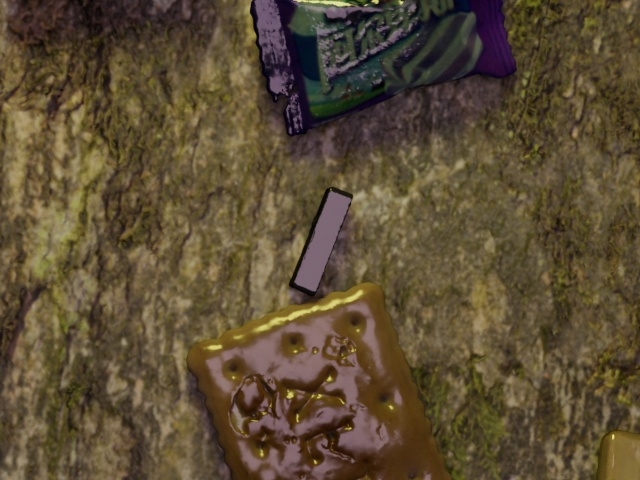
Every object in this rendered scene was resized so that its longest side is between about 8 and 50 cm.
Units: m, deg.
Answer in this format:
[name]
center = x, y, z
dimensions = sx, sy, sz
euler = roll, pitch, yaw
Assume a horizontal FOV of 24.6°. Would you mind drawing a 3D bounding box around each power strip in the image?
[power strip]
center = 0.000, 0.000, 1.473
dimensions = 0.029, 0.038, 0.111
euler = 22, 84, -7

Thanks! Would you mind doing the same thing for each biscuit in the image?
[biscuit]
center = 0.015, 0.220, 1.470
dimensions = 0.217, 0.044, 0.325
euler = -19, 92, -7

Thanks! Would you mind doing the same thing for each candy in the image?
[candy]
center = 0.072, -0.206, 1.476
dimensions = 0.275, 0.070, 0.145
euler = -17, 100, -11

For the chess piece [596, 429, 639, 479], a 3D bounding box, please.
[chess piece]
center = 0.326, 0.346, 1.489
dimensions = 0.137, 0.137, 0.301
euler = 8, 77, -9
